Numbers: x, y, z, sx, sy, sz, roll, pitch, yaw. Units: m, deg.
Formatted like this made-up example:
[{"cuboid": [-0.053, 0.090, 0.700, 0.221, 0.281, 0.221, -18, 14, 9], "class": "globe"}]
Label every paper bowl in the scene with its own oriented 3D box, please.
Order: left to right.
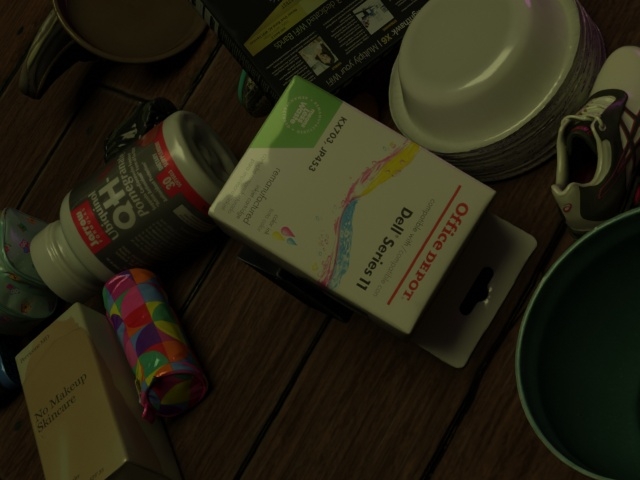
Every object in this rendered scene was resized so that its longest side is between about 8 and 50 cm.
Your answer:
[{"cuboid": [0.216, -0.230, 1.664, 0.284, 0.148, 0.284, -19, 54, 29], "class": "paper bowl"}]

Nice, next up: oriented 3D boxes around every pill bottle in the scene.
[{"cuboid": [-0.279, -0.040, 1.926, 0.318, 0.176, 0.176, -35, 47, 18], "class": "pill bottle"}]

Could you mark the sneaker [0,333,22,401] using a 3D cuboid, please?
[{"cuboid": [-0.553, 0.171, 2.084, 0.090, 0.081, 0.232, -35, 47, 10], "class": "sneaker"}]

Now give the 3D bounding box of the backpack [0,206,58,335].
[{"cuboid": [-0.492, 0.051, 2.049, 0.144, 0.166, 0.188, -24, 53, 38], "class": "backpack"}]

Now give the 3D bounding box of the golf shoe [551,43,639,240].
[{"cuboid": [0.345, -0.132, 1.517, 0.105, 0.120, 0.273, -4, 60, 39], "class": "golf shoe"}]

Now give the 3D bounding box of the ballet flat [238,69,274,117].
[{"cuboid": [0.043, -0.387, 1.918, 0.182, 0.164, 0.483, 18, 73, 18], "class": "ballet flat"}]

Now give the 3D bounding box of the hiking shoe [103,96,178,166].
[{"cuboid": [-0.316, -0.131, 2.096, 0.114, 0.086, 0.227, 3, 59, 55], "class": "hiking shoe"}]

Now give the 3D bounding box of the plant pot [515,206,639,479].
[{"cuboid": [0.370, 0.135, 1.270, 0.293, 0.196, 0.293, -21, 51, 28], "class": "plant pot"}]

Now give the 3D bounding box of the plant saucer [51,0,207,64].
[{"cuboid": [-0.322, -0.421, 2.189, 0.041, 0.277, 0.278, 117, 169, -69], "class": "plant saucer"}]

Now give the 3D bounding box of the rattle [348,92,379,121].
[{"cuboid": [-0.009, -0.115, 1.833, 0.200, 0.130, 0.143, -55, 25, 37], "class": "rattle"}]

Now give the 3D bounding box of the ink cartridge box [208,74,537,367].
[{"cuboid": [0.070, -0.018, 1.536, 0.353, 0.119, 0.207, 31, 83, 7], "class": "ink cartridge box"}]

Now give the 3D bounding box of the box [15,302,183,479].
[{"cuboid": [-0.319, 0.254, 1.811, 0.148, 0.121, 0.311, -42, 45, 12], "class": "box"}]

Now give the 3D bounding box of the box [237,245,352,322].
[{"cuboid": [0.000, 0.000, 1.686, 0.093, 0.156, 0.158, 22, 79, 46], "class": "box"}]

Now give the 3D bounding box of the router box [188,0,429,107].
[{"cuboid": [0.006, -0.347, 1.793, 0.309, 0.081, 0.243, -38, 87, -9], "class": "router box"}]

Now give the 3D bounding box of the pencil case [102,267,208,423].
[{"cuboid": [-0.243, 0.146, 1.830, 0.104, 0.104, 0.236, -40, 45, 12], "class": "pencil case"}]

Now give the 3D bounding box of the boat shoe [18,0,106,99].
[{"cuboid": [-0.396, -0.385, 2.254, 0.355, 0.130, 0.132, -56, 5, -13], "class": "boat shoe"}]
